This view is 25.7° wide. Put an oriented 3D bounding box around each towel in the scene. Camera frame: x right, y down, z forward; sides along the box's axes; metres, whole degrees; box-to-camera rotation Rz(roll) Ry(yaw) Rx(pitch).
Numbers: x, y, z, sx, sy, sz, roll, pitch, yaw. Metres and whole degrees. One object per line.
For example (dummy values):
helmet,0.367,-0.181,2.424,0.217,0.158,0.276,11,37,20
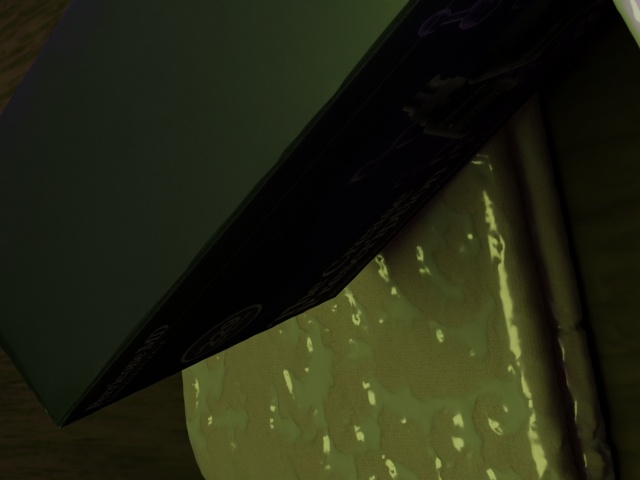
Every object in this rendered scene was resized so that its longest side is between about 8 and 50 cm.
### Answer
towel,0.000,0.000,0.740,0.332,0.053,0.317,-4,100,57

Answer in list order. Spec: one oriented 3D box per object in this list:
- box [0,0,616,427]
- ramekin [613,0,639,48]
box,-0.004,-0.063,0.523,0.103,0.184,0.261,54,129,14
ramekin,0.195,-0.138,0.327,0.277,0.135,0.277,26,123,48
